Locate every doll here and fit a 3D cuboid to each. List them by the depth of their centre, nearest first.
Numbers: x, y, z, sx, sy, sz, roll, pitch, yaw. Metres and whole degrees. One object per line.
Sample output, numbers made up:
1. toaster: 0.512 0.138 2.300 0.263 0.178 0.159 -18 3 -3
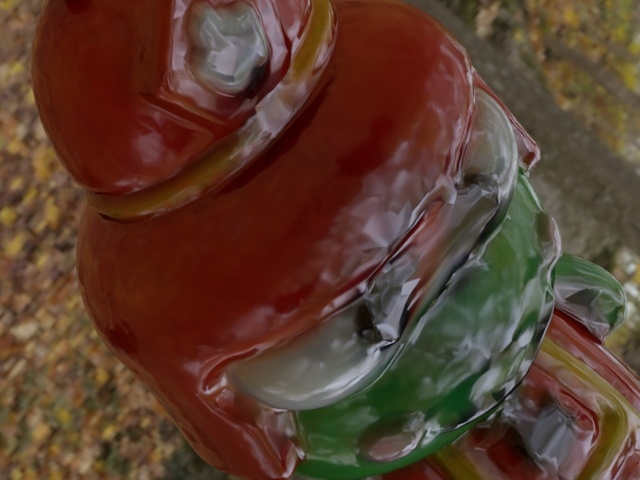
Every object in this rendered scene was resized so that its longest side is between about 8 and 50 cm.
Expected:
1. doll: 0.001 0.000 0.566 0.182 0.363 0.160 -48 -144 -13
